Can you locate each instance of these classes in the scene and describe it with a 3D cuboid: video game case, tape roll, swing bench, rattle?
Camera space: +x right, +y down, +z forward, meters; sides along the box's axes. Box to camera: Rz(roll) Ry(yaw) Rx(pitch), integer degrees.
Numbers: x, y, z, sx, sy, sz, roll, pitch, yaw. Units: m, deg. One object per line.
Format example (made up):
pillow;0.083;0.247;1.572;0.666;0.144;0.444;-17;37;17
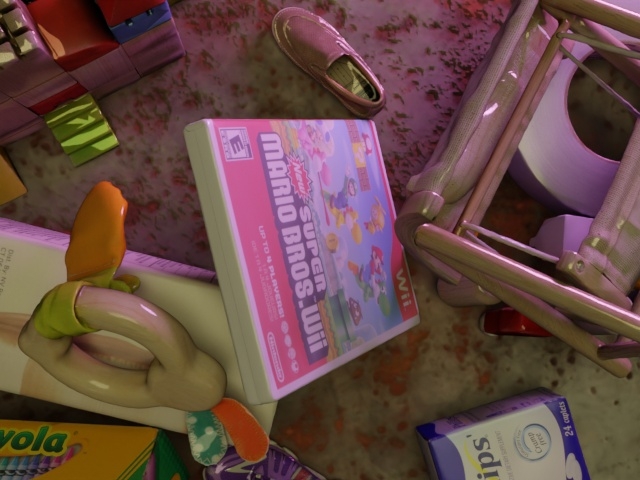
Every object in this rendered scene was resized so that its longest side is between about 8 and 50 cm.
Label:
video game case;0.000;0.000;0.752;0.025;0.285;0.204;-13;91;28
tape roll;0.277;-0.126;0.865;0.219;0.072;0.219;0;89;-4
swing bench;0.216;-0.060;0.728;0.254;0.165;0.253;29;78;-1
rattle;-0.119;0.071;0.704;0.199;0.143;0.130;27;120;-19

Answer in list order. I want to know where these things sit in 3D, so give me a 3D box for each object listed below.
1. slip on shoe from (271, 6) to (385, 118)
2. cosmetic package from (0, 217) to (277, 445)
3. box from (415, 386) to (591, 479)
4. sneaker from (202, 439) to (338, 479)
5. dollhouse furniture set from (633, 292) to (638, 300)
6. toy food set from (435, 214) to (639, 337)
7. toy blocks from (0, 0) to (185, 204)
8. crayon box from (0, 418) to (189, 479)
slip on shoe;0.009;-0.171;0.859;0.051;0.041;0.135;-42;93;-4
cosmetic package;-0.175;0.075;0.790;0.296;0.153;0.129;14;90;-3
box;0.175;0.220;0.854;0.137;0.072;0.126;-17;90;-4
sneaker;-0.026;0.235;0.839;0.170;0.071;0.068;22;88;-3
dollhouse furniture set;0.416;0.017;0.800;0.135;0.262;0.259;31;121;-5
toy food set;0.196;0.036;0.855;0.232;0.104;0.111;7;82;-16
toy blocks;-0.266;-0.154;0.728;0.381;0.261;0.191;-27;92;-4
crayon box;-0.264;0.234;0.730;0.278;0.081;0.165;-1;46;17
